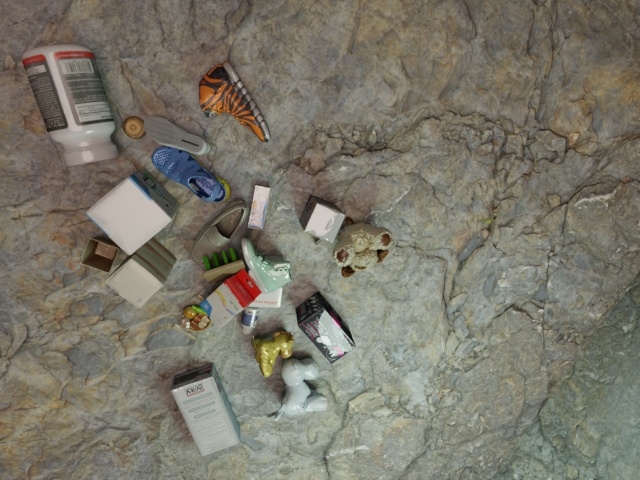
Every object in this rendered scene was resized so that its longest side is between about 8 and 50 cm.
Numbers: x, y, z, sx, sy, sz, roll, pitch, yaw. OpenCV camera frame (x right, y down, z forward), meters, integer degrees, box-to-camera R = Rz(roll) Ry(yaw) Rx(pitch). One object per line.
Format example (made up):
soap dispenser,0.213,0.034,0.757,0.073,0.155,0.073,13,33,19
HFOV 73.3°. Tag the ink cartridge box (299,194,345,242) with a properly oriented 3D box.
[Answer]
ink cartridge box,0.003,-0.089,1.723,0.127,0.176,0.128,21,101,-16

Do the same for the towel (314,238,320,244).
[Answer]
towel,0.000,0.000,1.802,0.060,0.083,0.009,-39,87,1

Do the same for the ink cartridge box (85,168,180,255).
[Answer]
ink cartridge box,-0.656,-0.113,1.542,0.197,0.270,0.198,-40,109,1

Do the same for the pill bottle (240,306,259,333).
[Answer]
pill bottle,-0.305,0.337,1.849,0.067,0.067,0.120,11,104,-14

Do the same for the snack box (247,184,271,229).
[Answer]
snack box,-0.249,-0.134,1.744,0.064,0.022,0.178,10,104,-14

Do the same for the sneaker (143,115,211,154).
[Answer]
sneaker,-0.526,-0.377,1.586,0.258,0.091,0.094,27,96,5

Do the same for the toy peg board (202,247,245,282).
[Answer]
toy peg board,-0.392,0.098,1.733,0.161,0.160,0.079,-18,76,-10

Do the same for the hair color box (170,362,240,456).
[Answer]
hair color box,-0.503,0.753,1.911,0.185,0.113,0.374,-18,109,-6

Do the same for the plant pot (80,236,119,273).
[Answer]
plant pot,-0.831,0.045,1.647,0.109,0.096,0.109,23,101,-15

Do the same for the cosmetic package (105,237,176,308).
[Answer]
cosmetic package,-0.651,0.108,1.594,0.129,0.296,0.153,-42,109,4

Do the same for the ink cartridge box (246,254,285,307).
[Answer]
ink cartridge box,-0.232,0.170,1.803,0.148,0.086,0.203,5,105,-12

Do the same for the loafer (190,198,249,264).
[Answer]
loafer,-0.402,-0.030,1.697,0.112,0.111,0.319,36,97,-20

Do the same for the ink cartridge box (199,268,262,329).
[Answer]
ink cartridge box,-0.363,0.237,1.746,0.231,0.078,0.134,-42,85,22

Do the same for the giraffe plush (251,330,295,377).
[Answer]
giraffe plush,-0.196,0.463,1.861,0.170,0.181,0.210,-17,126,-18

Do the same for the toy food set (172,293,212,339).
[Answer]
toy food set,-0.527,0.335,1.821,0.132,0.038,0.192,37,97,-18

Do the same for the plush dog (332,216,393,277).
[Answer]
plush dog,0.164,0.038,1.810,0.262,0.210,0.225,-22,128,-7

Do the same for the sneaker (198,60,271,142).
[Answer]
sneaker,-0.325,-0.476,1.590,0.180,0.124,0.321,-32,99,4

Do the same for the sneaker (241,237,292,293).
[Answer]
sneaker,-0.204,0.077,1.688,0.151,0.094,0.256,-24,115,2

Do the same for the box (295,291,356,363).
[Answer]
box,0.018,0.378,1.872,0.142,0.163,0.247,-36,109,5

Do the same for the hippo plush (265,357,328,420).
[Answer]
hippo plush,-0.116,0.649,1.936,0.294,0.234,0.236,-1,76,-26

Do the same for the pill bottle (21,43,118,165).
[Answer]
pill bottle,-0.823,-0.446,1.444,0.210,0.210,0.363,-12,108,-7

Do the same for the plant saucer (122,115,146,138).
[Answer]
plant saucer,-0.684,-0.415,1.582,0.083,0.015,0.083,-3,107,-10

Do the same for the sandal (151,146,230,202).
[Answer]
sandal,-0.482,-0.243,1.609,0.317,0.138,0.126,30,100,-16
